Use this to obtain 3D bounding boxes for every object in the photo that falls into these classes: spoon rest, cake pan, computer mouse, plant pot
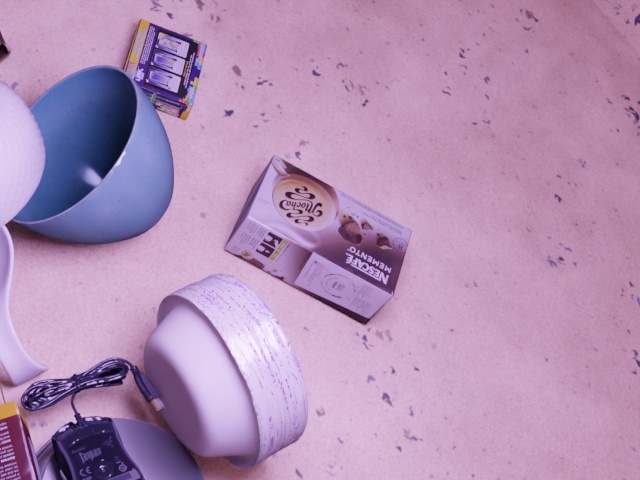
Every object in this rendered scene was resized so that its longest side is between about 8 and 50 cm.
[{"bbox_3d":[-0.491,0.080,1.473,0.137,0.084,0.276,-28,85,-9],"label":"spoon rest"},{"bbox_3d":[-0.287,0.386,1.440,0.293,0.054,0.293,14,54,-20],"label":"cake pan"},{"bbox_3d":[-0.294,0.291,1.427,0.184,0.060,0.262,-21,60,-33],"label":"computer mouse"},{"bbox_3d":[-0.351,-0.107,1.618,0.195,0.290,0.290,44,37,-47],"label":"plant pot"}]

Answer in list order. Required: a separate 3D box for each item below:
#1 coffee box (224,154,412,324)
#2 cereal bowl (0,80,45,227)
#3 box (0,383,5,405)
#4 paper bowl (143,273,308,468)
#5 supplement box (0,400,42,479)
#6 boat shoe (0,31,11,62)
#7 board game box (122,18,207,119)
[{"bbox_3d":[0.000,0.000,1.812,0.297,0.119,0.168,29,49,-9],"label":"coffee box"},{"bbox_3d":[-0.590,-0.144,1.481,0.338,0.141,0.339,0,52,0],"label":"cereal bowl"},{"bbox_3d":[-0.537,0.185,1.397,0.164,0.021,0.201,-20,70,-4],"label":"box"},{"bbox_3d":[-0.157,0.204,1.483,0.148,0.284,0.284,-26,74,-29],"label":"paper bowl"},{"bbox_3d":[-0.456,0.342,1.290,0.191,0.129,0.194,-16,67,-16],"label":"supplement box"},{"bbox_3d":[-0.590,-0.340,1.740,0.095,0.095,0.258,20,57,-34],"label":"boat shoe"},{"bbox_3d":[-0.302,-0.327,1.909,0.141,0.048,0.170,19,53,-15],"label":"board game box"}]
